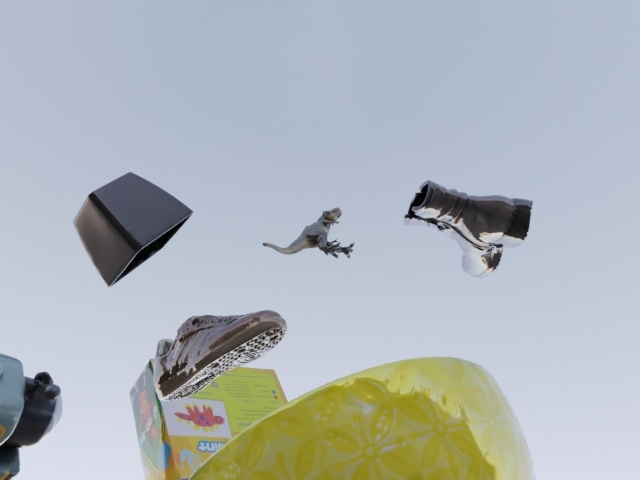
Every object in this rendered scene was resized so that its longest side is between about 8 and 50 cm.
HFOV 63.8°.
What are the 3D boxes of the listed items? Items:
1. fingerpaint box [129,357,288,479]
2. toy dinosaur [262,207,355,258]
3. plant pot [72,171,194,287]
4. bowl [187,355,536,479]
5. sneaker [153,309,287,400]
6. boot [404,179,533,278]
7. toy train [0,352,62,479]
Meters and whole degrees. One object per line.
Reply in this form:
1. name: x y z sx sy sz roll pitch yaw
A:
1. fingerpaint box: -0.284 0.549 1.478 0.444 0.371 0.163 17 -62 -41
2. toy dinosaur: 0.000 0.000 1.061 0.118 0.268 0.064 24 -64 20
3. plant pot: -0.436 -0.039 1.159 0.167 0.187 0.188 48 -50 -6
4. bowl: 0.049 0.236 0.363 0.289 0.156 0.290 -15 -47 -17
5. sneaker: -0.115 0.102 0.524 0.188 0.066 0.071 -34 -116 29
6. boot: 0.283 -0.029 1.085 0.222 0.118 0.338 13 -23 6
7. toy train: -0.408 0.153 0.458 0.190 0.142 0.334 -41 -44 7
